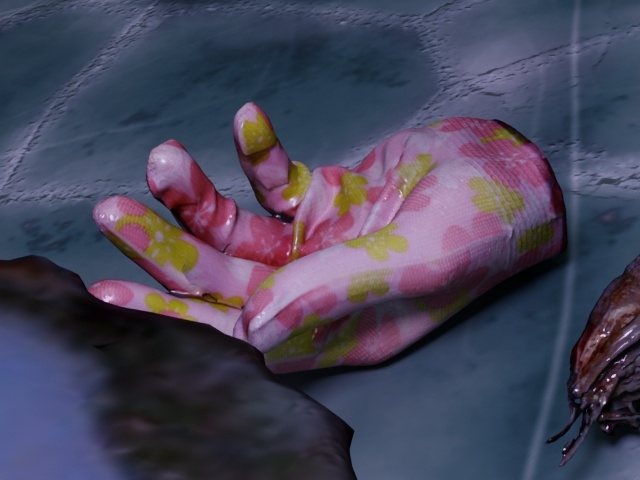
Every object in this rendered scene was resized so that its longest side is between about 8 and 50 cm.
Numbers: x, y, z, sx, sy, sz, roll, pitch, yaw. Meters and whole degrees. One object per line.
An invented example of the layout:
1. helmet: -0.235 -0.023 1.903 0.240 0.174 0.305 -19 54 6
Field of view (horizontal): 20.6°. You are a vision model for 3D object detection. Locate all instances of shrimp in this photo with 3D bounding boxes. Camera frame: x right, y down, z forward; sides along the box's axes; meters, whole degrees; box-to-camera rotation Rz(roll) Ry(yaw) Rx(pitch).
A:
1. shrimp: 0.160 0.042 0.801 0.073 0.075 0.190 30 46 28

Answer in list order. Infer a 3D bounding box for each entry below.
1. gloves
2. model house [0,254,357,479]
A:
1. gloves: 0.001 0.007 0.895 0.241 0.126 0.145 -20 54 -9
2. model house: -0.182 0.201 0.502 0.360 0.339 0.297 14 25 27
